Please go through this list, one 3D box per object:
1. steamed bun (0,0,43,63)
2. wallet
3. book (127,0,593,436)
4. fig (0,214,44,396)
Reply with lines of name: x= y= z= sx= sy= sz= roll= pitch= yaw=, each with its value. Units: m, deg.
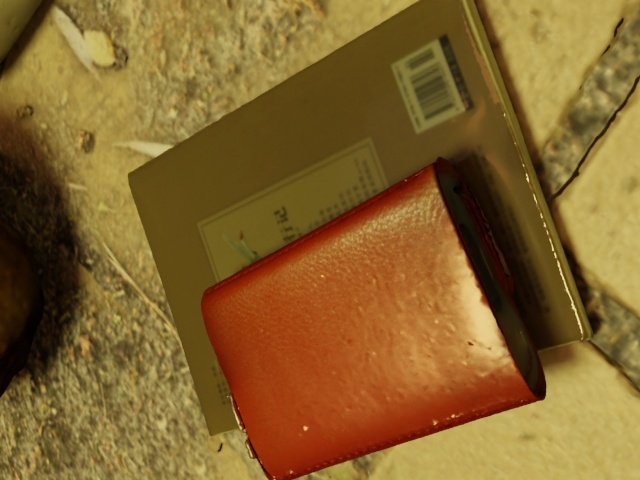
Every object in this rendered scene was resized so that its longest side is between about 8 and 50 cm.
steamed bun: x=-0.398 y=-0.308 z=0.636 sx=0.247 sy=0.236 sz=0.384 roll=-39 pitch=79 yaw=26
wallet: x=0.022 y=0.057 z=0.492 sx=0.204 sy=0.045 sz=0.142 roll=-29 pitch=79 yaw=34
book: x=0.000 y=0.000 z=0.539 sx=0.310 sy=0.021 sz=0.217 roll=-22 pitch=84 yaw=36
fig: x=-0.405 y=-0.004 z=0.721 sx=0.286 sy=0.286 sz=0.369 roll=-52 pitch=41 yaw=30
